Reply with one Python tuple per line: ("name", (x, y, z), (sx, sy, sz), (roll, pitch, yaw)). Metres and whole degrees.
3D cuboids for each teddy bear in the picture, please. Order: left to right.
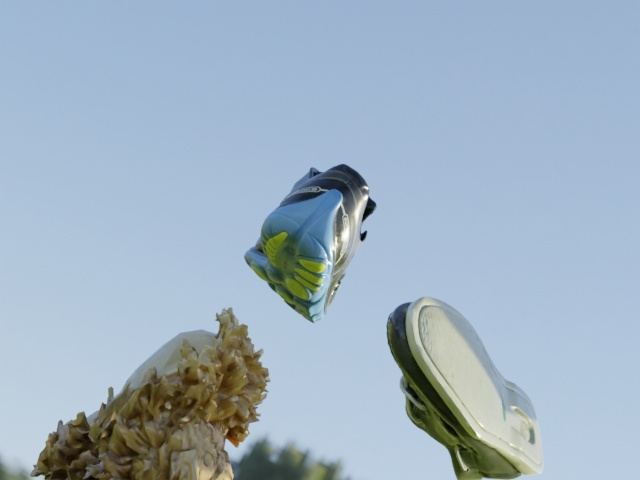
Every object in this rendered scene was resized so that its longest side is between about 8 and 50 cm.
("teddy bear", (-0.092, 0.190, 0.767), (0.113, 0.338, 0.245), (29, -51, -16))

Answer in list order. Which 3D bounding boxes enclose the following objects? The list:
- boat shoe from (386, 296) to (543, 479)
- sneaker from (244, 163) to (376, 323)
("boat shoe", (0.093, 0.118, 1.302), (0.079, 0.084, 0.233), (-11, -33, 21))
("sneaker", (0.000, 0.000, 1.107), (0.067, 0.078, 0.188), (43, -14, 4))
